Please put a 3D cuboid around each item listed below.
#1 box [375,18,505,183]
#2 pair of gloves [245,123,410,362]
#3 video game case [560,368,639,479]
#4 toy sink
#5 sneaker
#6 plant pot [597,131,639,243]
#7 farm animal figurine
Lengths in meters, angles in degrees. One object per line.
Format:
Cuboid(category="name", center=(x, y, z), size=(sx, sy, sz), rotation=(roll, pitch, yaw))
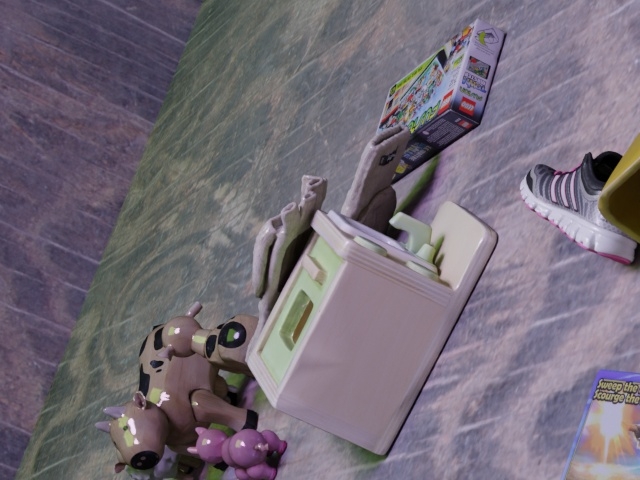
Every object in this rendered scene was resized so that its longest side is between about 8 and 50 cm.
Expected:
Cuboid(category="box", center=(0.119, -0.144, 2.041), size=(0.207, 0.036, 0.114), rotation=(-35, 34, 60))
Cuboid(category="pair of gloves", center=(0.000, 0.000, 1.958), size=(0.240, 0.042, 0.204), rotation=(-38, -32, -45))
Cuboid(category="video game case", center=(0.219, 0.202, 1.075), size=(0.269, 0.061, 0.244), rotation=(1, 68, 60))
Cuboid(category="toy sink", center=(0.041, 0.055, 1.816), size=(0.234, 0.131, 0.153), rotation=(-62, 16, 7))
Cuboid(category="sneaker", center=(0.215, -0.039, 1.532), size=(0.074, 0.063, 0.170), rotation=(-63, 21, 8))
Cuboid(category="plant pot", center=(0.312, -0.072, 1.049), size=(0.212, 0.212, 0.187), rotation=(-49, 9, 45))
Cuboid(category="farm animal figurine", center=(-0.153, 0.182, 2.171), size=(0.330, 0.172, 0.327), rotation=(-60, 16, 17))
